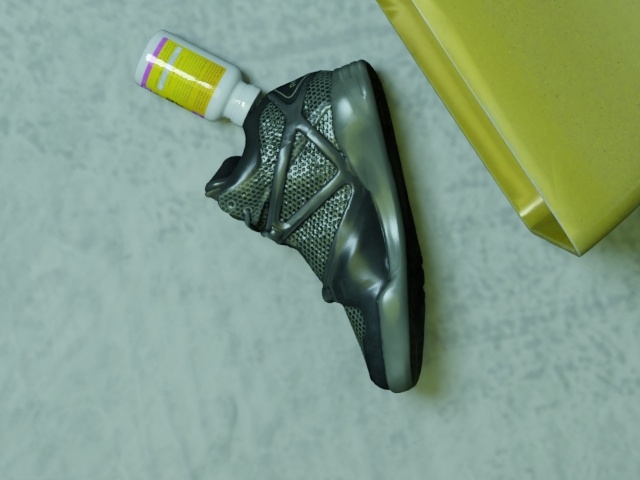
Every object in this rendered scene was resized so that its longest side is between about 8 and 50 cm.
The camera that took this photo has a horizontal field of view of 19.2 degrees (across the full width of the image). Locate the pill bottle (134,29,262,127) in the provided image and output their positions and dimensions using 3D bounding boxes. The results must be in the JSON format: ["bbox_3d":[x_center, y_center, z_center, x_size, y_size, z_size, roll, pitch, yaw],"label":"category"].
[{"bbox_3d":[-0.084,-0.110,1.313,0.083,0.043,0.043,27,104,3],"label":"pill bottle"}]

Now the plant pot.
[{"bbox_3d":[0.167,-0.135,1.198,0.187,0.212,0.212,-33,95,1],"label":"plant pot"}]

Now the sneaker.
[{"bbox_3d":[0.000,0.000,1.305,0.130,0.087,0.227,-13,96,13],"label":"sneaker"}]
